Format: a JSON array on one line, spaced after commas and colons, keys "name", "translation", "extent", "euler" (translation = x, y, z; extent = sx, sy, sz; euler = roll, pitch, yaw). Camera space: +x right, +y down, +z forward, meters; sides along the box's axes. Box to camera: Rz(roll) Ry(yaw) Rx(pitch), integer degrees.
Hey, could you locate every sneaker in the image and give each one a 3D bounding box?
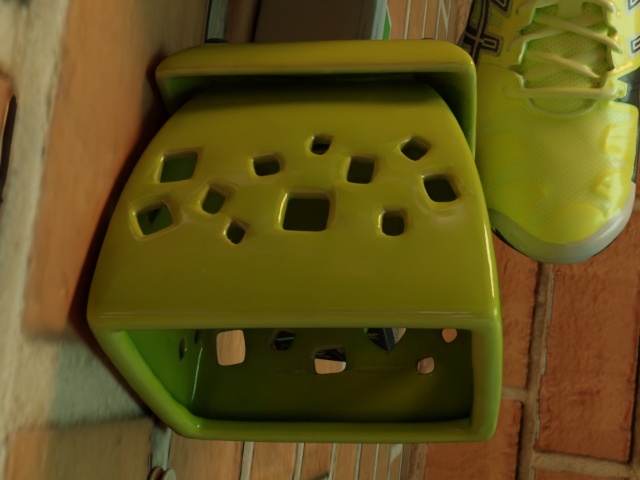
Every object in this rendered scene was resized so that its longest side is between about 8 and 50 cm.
[{"name": "sneaker", "translation": [0.161, -0.176, 0.770], "extent": [0.147, 0.145, 0.384], "euler": [56, 35, -75]}]

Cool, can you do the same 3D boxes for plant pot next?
[{"name": "plant pot", "translation": [0.000, 0.000, 0.698], "extent": [0.228, 0.227, 0.207], "euler": [75, 16, -63]}]

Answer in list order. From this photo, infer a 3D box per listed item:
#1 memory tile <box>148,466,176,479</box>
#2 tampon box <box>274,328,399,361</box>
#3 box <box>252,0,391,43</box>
[{"name": "memory tile", "translation": [-0.117, 0.239, 0.739], "extent": [0.113, 0.012, 0.148], "euler": [-65, 158, -61]}, {"name": "tampon box", "translation": [0.014, 0.045, 1.039], "extent": [0.161, 0.120, 0.101], "euler": [72, 26, -66]}, {"name": "box", "translation": [0.002, -0.163, 0.918], "extent": [0.087, 0.102, 0.101], "euler": [59, 39, -69]}]
